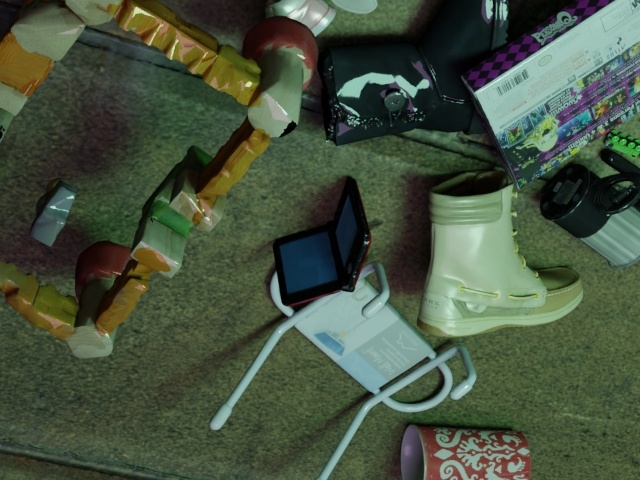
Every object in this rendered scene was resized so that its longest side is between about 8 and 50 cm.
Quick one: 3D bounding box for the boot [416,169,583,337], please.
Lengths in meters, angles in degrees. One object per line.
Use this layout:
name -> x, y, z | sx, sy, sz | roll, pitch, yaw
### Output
boot -> 0.243, 0.008, 1.664 | 0.262, 0.095, 0.203 | -8, 109, -28

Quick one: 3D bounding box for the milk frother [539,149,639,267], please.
milk frother -> 0.380, -0.031, 1.632 | 0.135, 0.143, 0.129 | 32, 111, -26

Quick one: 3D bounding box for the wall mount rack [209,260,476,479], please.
wall mount rack -> 0.028, 0.190, 1.747 | 0.304, 0.130, 0.350 | -36, 121, 17

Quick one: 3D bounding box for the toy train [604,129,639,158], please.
toy train -> 0.403, -0.120, 1.649 | 0.083, 0.017, 0.023 | 18, 131, -19

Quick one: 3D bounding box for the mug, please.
mug -> 0.211, 0.327, 1.903 | 0.169, 0.150, 0.113 | 1, 89, -13

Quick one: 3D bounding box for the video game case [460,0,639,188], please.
video game case -> 0.298, -0.187, 1.511 | 0.232, 0.041, 0.210 | -34, 142, 3

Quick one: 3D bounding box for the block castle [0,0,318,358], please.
block castle -> -0.242, -0.115, 1.422 | 0.303, 0.212, 0.453 | 31, 120, -18

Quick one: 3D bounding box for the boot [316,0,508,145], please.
boot -> 0.103, -0.218, 1.489 | 0.207, 0.094, 0.246 | -4, 132, -9

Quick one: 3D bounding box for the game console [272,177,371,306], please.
game console -> 0.000, 0.000, 1.599 | 0.085, 0.144, 0.124 | 8, 124, -15

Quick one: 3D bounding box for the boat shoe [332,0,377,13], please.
boat shoe -> 0.013, -0.303, 1.453 | 0.125, 0.038, 0.046 | 26, 137, -22

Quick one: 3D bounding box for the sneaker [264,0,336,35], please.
sneaker -> -0.052, -0.243, 1.481 | 0.134, 0.051, 0.070 | -41, 115, 19
